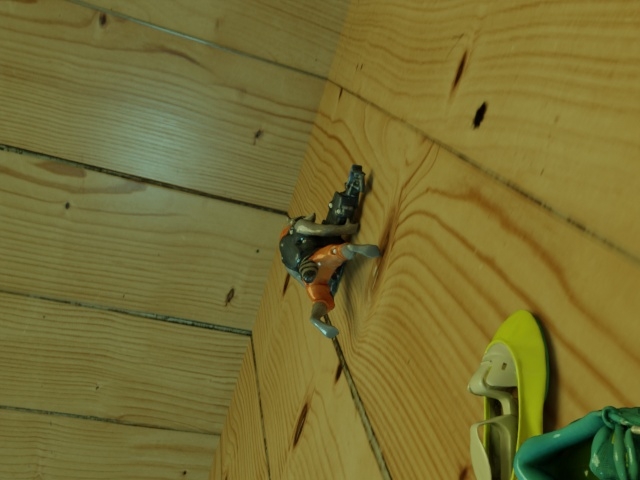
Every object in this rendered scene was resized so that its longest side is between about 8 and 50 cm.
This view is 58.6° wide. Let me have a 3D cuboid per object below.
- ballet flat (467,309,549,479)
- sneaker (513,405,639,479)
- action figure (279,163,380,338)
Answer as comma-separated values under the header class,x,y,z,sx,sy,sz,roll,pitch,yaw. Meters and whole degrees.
class,x,y,z,sx,sy,sz,roll,pitch,yaw
ballet flat,0.190,0.177,0.587,0.077,0.077,0.231,134,146,-63
sneaker,0.241,0.150,0.375,0.275,0.109,0.107,128,151,-55
action figure,0.000,0.000,1.228,0.330,0.178,0.342,-138,60,-61
